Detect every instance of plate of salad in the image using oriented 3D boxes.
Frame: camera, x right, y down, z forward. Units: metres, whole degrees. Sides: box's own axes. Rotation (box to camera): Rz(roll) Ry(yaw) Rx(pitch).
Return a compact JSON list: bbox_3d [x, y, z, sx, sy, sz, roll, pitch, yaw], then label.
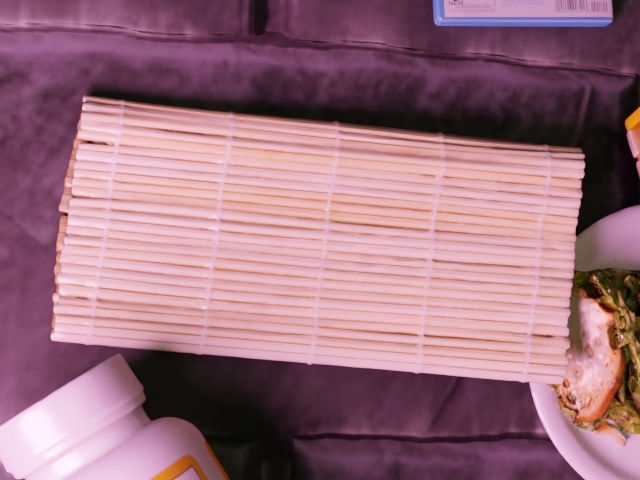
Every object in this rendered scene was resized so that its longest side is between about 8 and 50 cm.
[{"bbox_3d":[0.228,0.072,1.031,0.200,0.048,0.199,2,81,-12],"label":"plate of salad"}]

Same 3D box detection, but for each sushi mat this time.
[{"bbox_3d":[0.000,0.000,0.993,0.317,0.019,0.151,5,82,-5],"label":"sushi mat"}]

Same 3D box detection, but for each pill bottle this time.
[{"bbox_3d":[-0.094,0.173,0.913,0.118,0.117,0.208,-32,90,-14],"label":"pill bottle"}]

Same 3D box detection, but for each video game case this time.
[{"bbox_3d":[0.128,-0.222,1.070,0.119,0.015,0.166,-1,82,-11],"label":"video game case"}]

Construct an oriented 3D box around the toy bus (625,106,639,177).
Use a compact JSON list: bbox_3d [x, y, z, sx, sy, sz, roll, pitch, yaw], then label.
[{"bbox_3d":[0.294,-0.061,1.007,0.191,0.104,0.202,31,70,-1],"label":"toy bus"}]
